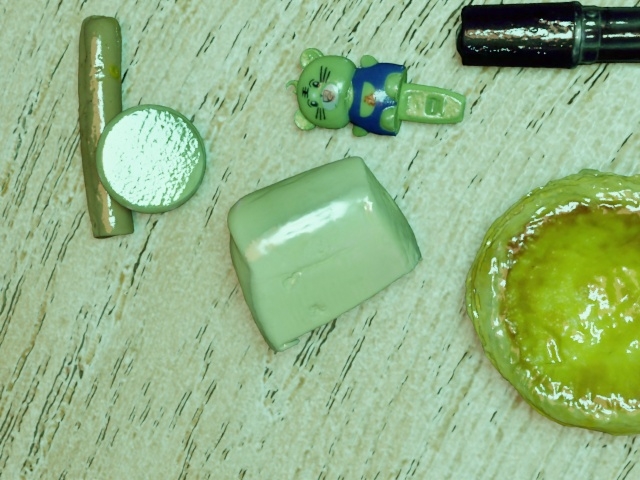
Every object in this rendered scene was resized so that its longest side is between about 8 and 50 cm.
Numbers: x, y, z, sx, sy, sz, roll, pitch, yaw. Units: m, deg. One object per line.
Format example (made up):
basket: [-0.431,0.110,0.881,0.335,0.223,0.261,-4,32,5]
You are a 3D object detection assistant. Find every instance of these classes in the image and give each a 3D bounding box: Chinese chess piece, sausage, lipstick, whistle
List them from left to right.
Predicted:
sausage: [-0.293,-0.152,1.234,0.066,0.066,0.301,-2,92,13]
Chinese chess piece: [-0.222,-0.106,1.198,0.144,0.058,0.144,-1,93,-15]
whistle: [0.066,-0.177,1.138,0.228,0.085,0.105,10,106,12]
lipstick: [0.311,-0.242,1.079,0.300,0.081,0.081,3,95,10]

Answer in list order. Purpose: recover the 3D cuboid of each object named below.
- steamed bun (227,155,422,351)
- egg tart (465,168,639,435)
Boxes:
steamed bun: [0.000,0.000,1.144,0.226,0.170,0.200,-22,121,-2]
egg tart: [0.332,0.070,1.076,0.319,0.128,0.318,0,92,12]
